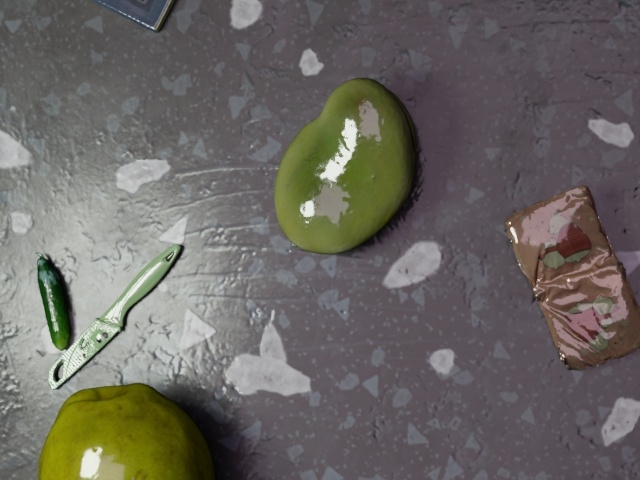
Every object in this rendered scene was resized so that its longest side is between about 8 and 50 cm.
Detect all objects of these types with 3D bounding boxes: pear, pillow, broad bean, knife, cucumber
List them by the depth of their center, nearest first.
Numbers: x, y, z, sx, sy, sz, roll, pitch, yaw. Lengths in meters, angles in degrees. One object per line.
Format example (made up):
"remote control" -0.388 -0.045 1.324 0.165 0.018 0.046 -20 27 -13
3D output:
"pear" -0.273 0.356 1.806 0.253 0.253 0.307 -3 94 9
"pillow" 0.364 0.056 1.820 0.135 0.049 0.248 -24 88 8
"broad bean" 0.041 -0.101 1.851 0.189 0.121 0.263 34 103 13
"knife" -0.308 0.115 1.933 0.293 0.020 0.043 -45 83 5
"cucumber" -0.403 0.090 1.940 0.037 0.037 0.155 -15 86 8

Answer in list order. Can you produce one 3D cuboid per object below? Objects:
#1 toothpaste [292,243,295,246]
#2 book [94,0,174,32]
"toothpaste" 0.000 0.000 1.893 0.083 0.017 0.020 0 87 8
"book" -0.322 -0.459 1.962 0.269 0.025 0.191 28 92 9
